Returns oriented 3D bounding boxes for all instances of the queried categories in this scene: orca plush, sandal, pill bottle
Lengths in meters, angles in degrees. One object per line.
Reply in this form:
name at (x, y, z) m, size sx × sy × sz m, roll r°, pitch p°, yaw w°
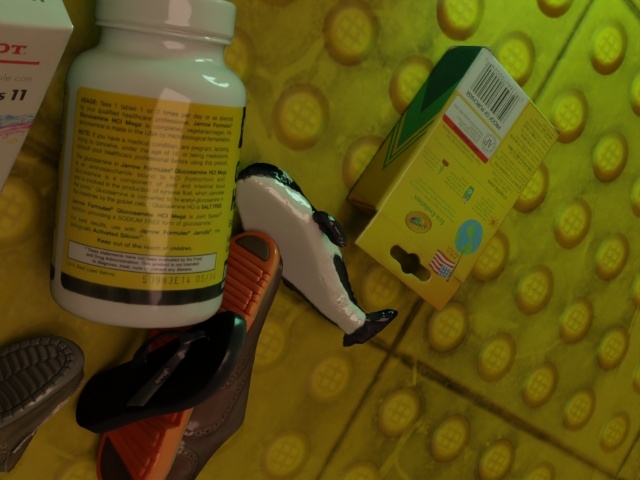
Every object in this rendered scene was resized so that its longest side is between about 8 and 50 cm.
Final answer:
orca plush at (0.000, 0.000, 1.040) m, size 0.287 × 0.151 × 0.102 m, roll 42°, pitch 43°, yaw -15°
sandal at (-0.189, 0.152, 0.907) m, size 0.254 × 0.097 × 0.054 m, roll -29°, pitch 132°, yaw 22°
pill bottle at (-0.178, -0.090, 0.857) m, size 0.187 × 0.188 × 0.334 m, roll 1°, pitch 104°, yaw -31°

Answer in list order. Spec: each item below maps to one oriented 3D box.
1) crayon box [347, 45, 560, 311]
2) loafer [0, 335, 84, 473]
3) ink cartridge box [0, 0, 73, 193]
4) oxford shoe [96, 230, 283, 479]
crayon box at (0.177, -0.085, 1.134) m, size 0.202 × 0.081 × 0.319 m, roll 39°, pitch 82°, yaw -33°
loafer at (-0.364, 0.204, 0.902) m, size 0.251 × 0.094 × 0.087 m, roll -37°, pitch 144°, yaw -6°
ink cartridge box at (-0.342, -0.145, 0.650) m, size 0.207 × 0.119 × 0.353 m, roll -5°, pitch 147°, yaw -42°
oxford shoe at (-0.141, 0.157, 1.008) m, size 0.132 × 0.130 × 0.364 m, roll 27°, pitch 95°, yaw -52°
